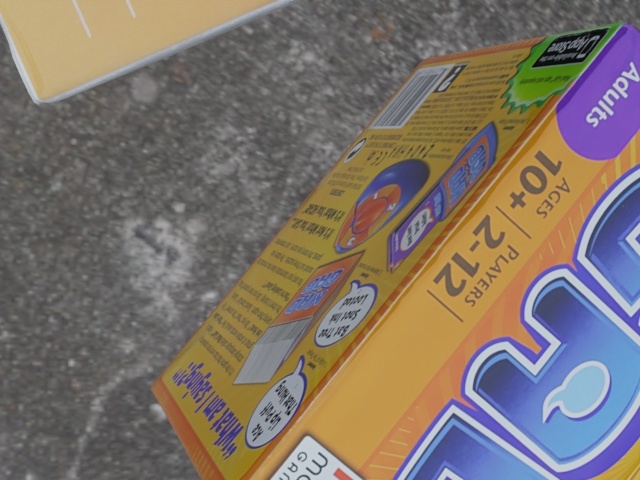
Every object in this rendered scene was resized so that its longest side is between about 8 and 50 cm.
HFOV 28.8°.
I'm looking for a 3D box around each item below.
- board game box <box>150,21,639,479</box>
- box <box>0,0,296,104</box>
[{"bbox_3d":[0.144,0.110,0.881,0.356,0.356,0.356,41,84,-14],"label":"board game box"},{"bbox_3d":[0.029,-0.218,0.440,0.345,0.168,0.215,-22,101,10],"label":"box"}]
